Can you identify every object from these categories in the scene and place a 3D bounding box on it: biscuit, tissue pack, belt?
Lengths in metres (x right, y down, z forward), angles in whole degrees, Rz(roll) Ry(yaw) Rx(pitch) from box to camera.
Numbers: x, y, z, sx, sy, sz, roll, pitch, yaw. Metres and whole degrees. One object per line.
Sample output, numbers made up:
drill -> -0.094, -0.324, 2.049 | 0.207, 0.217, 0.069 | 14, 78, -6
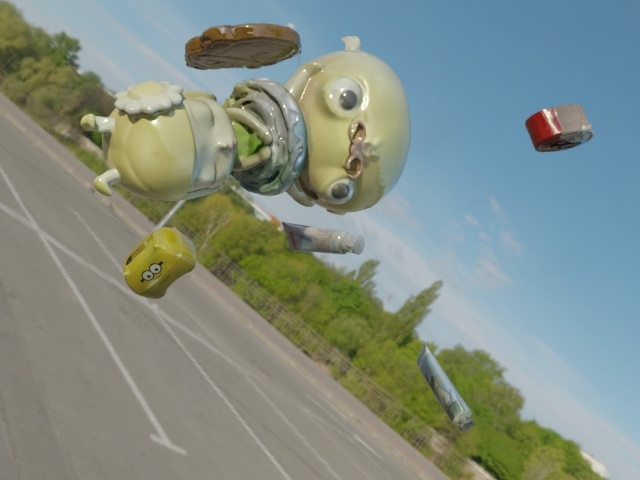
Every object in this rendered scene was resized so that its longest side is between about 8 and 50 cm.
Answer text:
biscuit -> -0.238, -0.558, 1.761 | 0.381, 0.074, 0.359 | -5, 2, 37
tissue pack -> -0.410, 0.053, 1.505 | 0.127, 0.178, 0.123 | 38, 17, -44
belt -> 0.759, -0.344, 1.896 | 0.128, 0.201, 0.124 | 107, -28, -67

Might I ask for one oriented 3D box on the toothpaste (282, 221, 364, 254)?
toothpaste -> 0.000, 0.000, 1.522 | 0.234, 0.057, 0.089 | 6, -57, 35

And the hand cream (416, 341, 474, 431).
hand cream -> 0.341, 0.412, 1.681 | 0.271, 0.058, 0.091 | -120, -149, -45

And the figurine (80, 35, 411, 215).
figurine -> -0.087, -0.120, 0.704 | 0.394, 0.226, 0.275 | -16, 23, -40
